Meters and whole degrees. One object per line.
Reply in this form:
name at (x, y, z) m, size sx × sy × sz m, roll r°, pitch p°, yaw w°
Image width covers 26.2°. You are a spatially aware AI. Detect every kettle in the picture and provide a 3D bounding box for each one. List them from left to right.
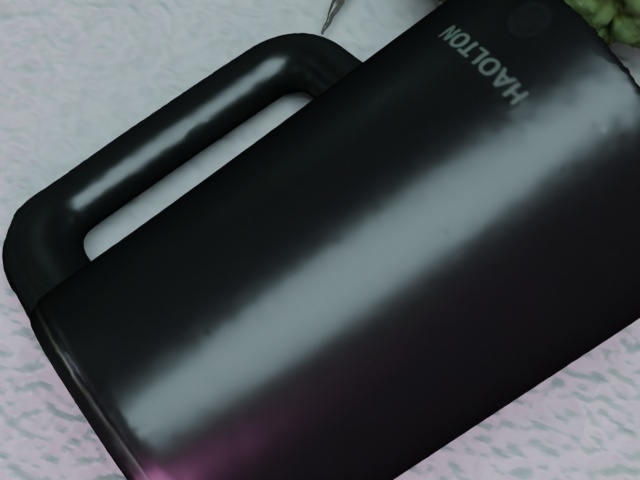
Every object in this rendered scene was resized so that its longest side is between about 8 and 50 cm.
kettle at (0.002, -0.001, 0.728) m, size 0.308 × 0.203 × 0.262 m, roll -34°, pitch 83°, yaw -9°

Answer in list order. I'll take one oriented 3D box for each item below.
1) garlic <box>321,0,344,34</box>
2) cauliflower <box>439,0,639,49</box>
garlic at (0.005, -0.244, 0.858) m, size 0.129 × 0.090 × 0.198 m, roll -31°, pitch 86°, yaw 4°
cauliflower at (0.181, -0.258, 0.795) m, size 0.275 × 0.272 × 0.250 m, roll -8°, pitch 38°, yaw -9°
